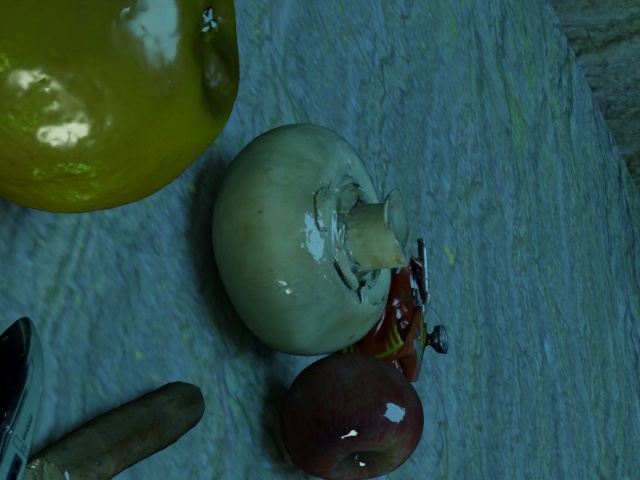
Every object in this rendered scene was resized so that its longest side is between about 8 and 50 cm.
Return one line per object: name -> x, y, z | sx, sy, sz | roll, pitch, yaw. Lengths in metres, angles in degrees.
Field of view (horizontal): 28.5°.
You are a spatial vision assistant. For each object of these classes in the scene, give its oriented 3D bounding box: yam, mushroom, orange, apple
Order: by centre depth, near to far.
orange -> -0.183, -0.157, 0.945 | 0.279, 0.235, 0.279 | -6, 90, -66
yam -> -0.164, 0.164, 1.032 | 0.241, 0.057, 0.056 | -25, 100, -67
mushroom -> 0.000, 0.000, 1.310 | 0.246, 0.202, 0.246 | 15, 73, -58
apple -> 0.031, 0.187, 1.336 | 0.153, 0.153, 0.120 | 43, 27, -52

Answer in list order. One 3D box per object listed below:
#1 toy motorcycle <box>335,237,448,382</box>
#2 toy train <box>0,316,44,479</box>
toy motorcycle -> 0.089, 0.102, 1.581 | 0.171, 0.089, 0.298 | 59, 28, -31
toy train -> -0.232, 0.159, 0.877 | 0.048, 0.055, 0.251 | 56, 31, -37
